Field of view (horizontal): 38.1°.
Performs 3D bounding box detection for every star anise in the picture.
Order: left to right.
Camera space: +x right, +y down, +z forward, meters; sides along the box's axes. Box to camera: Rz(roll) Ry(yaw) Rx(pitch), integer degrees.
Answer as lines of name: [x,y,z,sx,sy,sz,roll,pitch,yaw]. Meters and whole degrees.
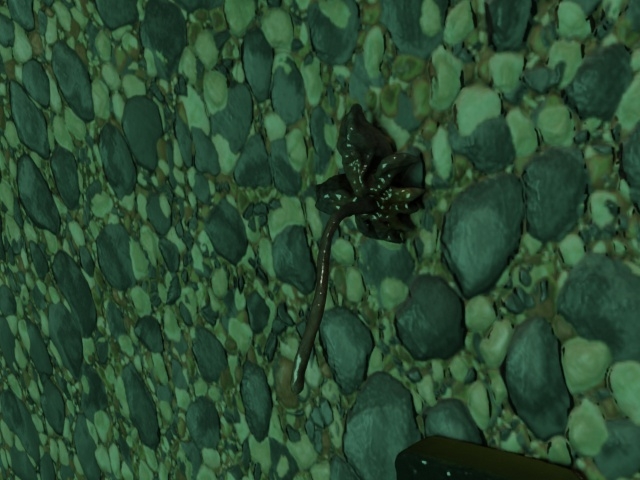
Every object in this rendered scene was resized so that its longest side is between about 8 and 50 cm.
star anise: [0.000,0.000,0.876,0.148,0.227,0.218,-18,97,44]

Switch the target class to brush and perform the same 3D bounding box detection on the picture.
brush: [0.155,0.262,0.865,0.197,0.059,0.123,0,101,50]
